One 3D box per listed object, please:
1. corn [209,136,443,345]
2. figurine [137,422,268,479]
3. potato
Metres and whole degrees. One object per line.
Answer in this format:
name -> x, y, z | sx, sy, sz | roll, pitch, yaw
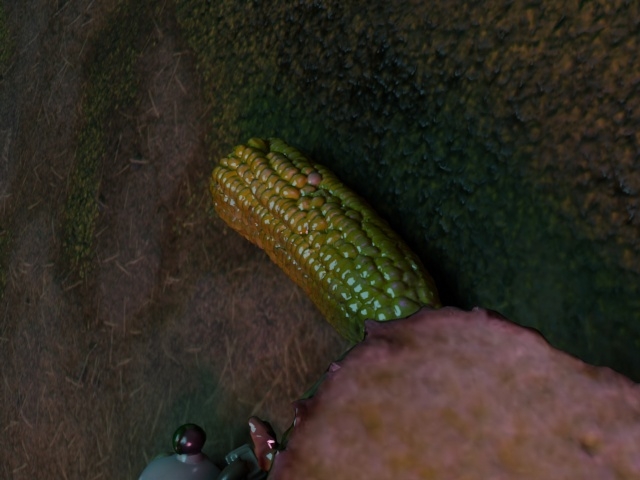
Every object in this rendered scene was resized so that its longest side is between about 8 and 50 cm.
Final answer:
corn -> 0.000, 0.000, 0.763 | 0.291, 0.101, 0.101 | 45, 116, 48
figurine -> -0.100, 0.237, 0.843 | 0.197, 0.093, 0.147 | -13, 93, 42
potato -> 0.078, 0.225, 0.509 | 0.237, 0.301, 0.288 | 110, 176, -55
